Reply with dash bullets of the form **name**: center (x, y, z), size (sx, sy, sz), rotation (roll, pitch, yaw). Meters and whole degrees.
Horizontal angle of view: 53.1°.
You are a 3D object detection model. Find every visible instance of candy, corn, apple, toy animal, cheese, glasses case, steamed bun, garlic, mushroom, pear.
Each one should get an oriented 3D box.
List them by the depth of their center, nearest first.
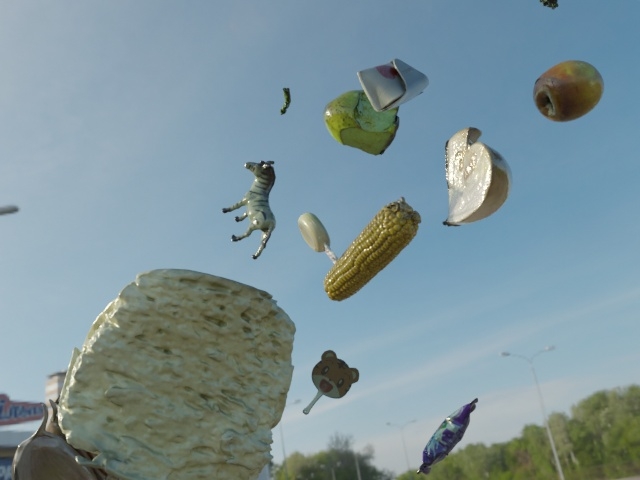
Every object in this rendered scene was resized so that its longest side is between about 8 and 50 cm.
- **steamed bun**: center (-0.173, 0.165, 0.879), size (0.290, 0.272, 0.273), rotation (33, -2, -18)
- **garlic**: center (-0.558, 0.496, 1.452), size (0.237, 0.292, 0.210), rotation (-41, 7, 22)
- **corn**: center (0.117, 0.033, 1.517), size (0.106, 0.106, 0.305), rotation (14, -54, -43)
- **mushroom**: center (0.411, -0.156, 1.549), size (0.162, 0.236, 0.173), rotation (5, -8, -29)
- **toy animal**: center (-0.155, -0.082, 1.597), size (0.176, 0.216, 0.073), rotation (-38, -31, 23)
- **apple**: center (0.638, -0.381, 1.642), size (0.147, 0.146, 0.163), rotation (-32, -11, -10)
- **glasses case**: center (0.197, -0.417, 1.658), size (0.083, 0.128, 0.308), rotation (-39, 1, 31)
- **candy**: center (0.369, 0.566, 1.851), size (0.275, 0.070, 0.145), rotation (-50, -21, -8)
- **cheese**: center (0.000, 0.000, 2.221), size (0.064, 0.227, 0.137), rotation (-30, -34, -13)
- **pear**: center (0.138, -0.459, 2.288), size (0.255, 0.238, 0.164), rotation (15, -32, -16)

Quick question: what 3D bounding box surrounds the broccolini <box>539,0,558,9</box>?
- **broccolini**: center (0.494, -0.638, 1.499), size (0.062, 0.271, 0.123), rotation (-23, -31, 8)

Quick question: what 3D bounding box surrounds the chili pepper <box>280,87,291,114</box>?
- **chili pepper**: center (-0.094, -0.376, 1.736), size (0.027, 0.022, 0.083), rotation (-28, -36, -39)

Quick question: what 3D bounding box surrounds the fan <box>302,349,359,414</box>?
- **fan**: center (0.017, 0.488, 2.137), size (0.226, 0.152, 0.008), rotation (-51, 1, -16)
